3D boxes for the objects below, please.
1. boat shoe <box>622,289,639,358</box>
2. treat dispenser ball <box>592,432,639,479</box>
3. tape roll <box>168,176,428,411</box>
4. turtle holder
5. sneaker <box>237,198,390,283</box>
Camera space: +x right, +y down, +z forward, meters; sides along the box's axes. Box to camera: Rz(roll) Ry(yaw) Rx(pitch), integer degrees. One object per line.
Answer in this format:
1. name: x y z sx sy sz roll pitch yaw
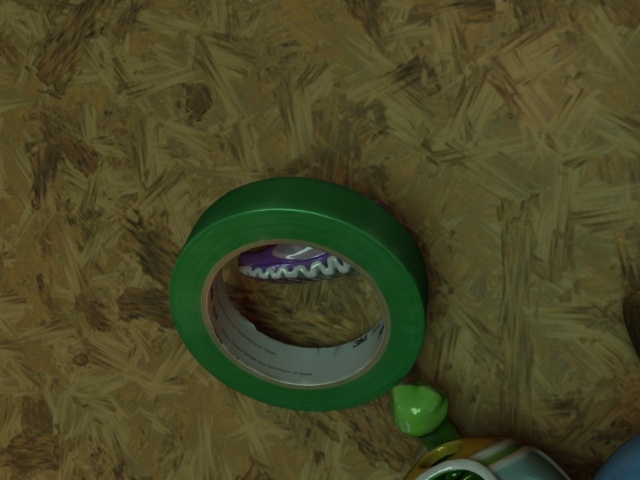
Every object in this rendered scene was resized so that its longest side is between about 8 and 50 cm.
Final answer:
1. boat shoe: 0.486 0.172 0.930 0.123 0.123 0.342 -37 76 -13
2. treat dispenser ball: 0.385 0.302 0.772 0.288 0.288 0.288 1 93 22
3. tape roll: -0.027 0.075 1.054 0.321 0.077 0.321 6 126 8
4. turtle holder: 0.194 0.316 0.962 0.243 0.227 0.320 -9 56 27
5. sneaker: 0.000 0.000 1.123 0.236 0.095 0.104 -10 82 17
